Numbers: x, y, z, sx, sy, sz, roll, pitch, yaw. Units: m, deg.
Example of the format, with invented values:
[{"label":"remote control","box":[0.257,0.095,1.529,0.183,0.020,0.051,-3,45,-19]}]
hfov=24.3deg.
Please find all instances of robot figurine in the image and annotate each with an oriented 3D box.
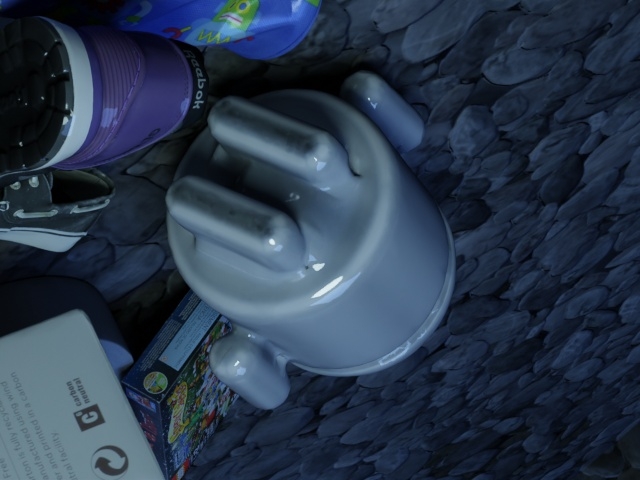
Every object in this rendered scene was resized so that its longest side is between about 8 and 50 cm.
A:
[{"label":"robot figurine","box":[0.000,0.000,1.268,0.300,0.199,0.353,-59,154,-7]}]

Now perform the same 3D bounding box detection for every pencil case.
[{"label":"pencil case","box":[-0.124,-0.184,0.901,0.133,0.119,0.306,-22,165,39]}]

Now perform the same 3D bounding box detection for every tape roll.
[{"label":"tape roll","box":[-0.282,0.127,1.345,0.219,0.072,0.219,-25,154,-13]}]

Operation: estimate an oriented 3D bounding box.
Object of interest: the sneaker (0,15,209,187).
[{"label":"sneaker","box":[-0.176,-0.075,0.930,0.124,0.107,0.283,-6,-176,-39]}]

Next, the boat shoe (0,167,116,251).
[{"label":"boat shoe","box":[-0.236,-0.043,1.097,0.070,0.078,0.219,-40,161,20]}]

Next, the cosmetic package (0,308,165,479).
[{"label":"cosmetic package","box":[-0.355,0.236,1.093,0.453,0.161,0.230,-21,158,-20]}]

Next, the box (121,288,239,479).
[{"label":"box","box":[-0.128,0.139,1.472,0.159,0.044,0.233,-56,166,-27]}]
